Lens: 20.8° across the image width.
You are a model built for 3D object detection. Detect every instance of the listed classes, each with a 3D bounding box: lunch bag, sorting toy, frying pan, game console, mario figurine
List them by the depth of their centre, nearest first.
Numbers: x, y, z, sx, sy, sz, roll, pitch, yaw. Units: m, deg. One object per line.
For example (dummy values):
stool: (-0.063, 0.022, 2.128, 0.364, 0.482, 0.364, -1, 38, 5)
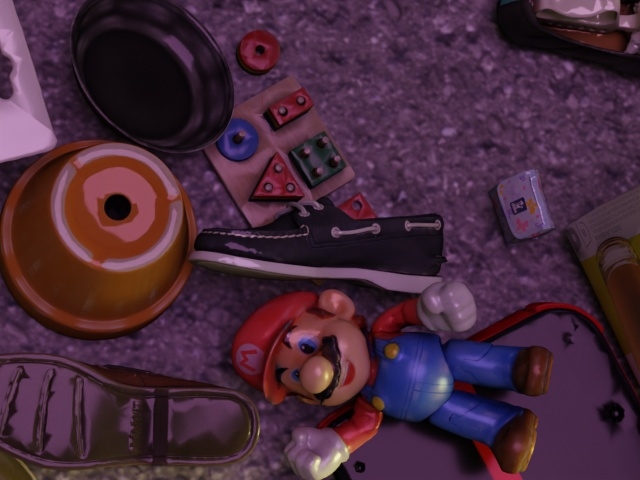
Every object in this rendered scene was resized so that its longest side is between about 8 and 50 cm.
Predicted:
mario figurine: (0.064, 0.145, 1.754, 0.320, 0.170, 0.198, 12, 66, 5)
frying pan: (-0.203, -0.232, 1.833, 0.197, 0.053, 0.326, -10, 71, -42)
game console: (0.223, 0.289, 1.870, 0.342, 0.060, 0.386, -28, 86, -12)
sorting toy: (-0.041, -0.088, 1.875, 0.132, 0.046, 0.274, -31, 88, -18)
lunch bag: (0.223, -0.036, 1.912, 0.053, 0.083, 0.071, -15, 84, -17)

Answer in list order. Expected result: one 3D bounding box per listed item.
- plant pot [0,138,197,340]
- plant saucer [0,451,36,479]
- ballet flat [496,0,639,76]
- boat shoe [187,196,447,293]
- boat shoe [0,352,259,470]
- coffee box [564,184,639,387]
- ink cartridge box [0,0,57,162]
plant pot: (-0.214, -0.013, 1.741, 0.205, 0.188, 0.205, 3, 79, -14)
plant saucer: (-0.384, 0.302, 1.716, 0.241, 0.037, 0.241, 3, 79, -14)
ballet flat: (0.338, -0.241, 1.975, 0.280, 0.096, 0.095, 5, 78, -14)
boat shoe: (0.000, 0.000, 1.809, 0.302, 0.114, 0.091, 6, 88, -38)
boat shoe: (-0.219, 0.178, 1.751, 0.307, 0.104, 0.111, 12, 85, -13)
coffee box: (0.531, 0.038, 1.831, 0.338, 0.337, 0.334, -22, 85, -22)
ink cartridge box: (-0.461, -0.124, 1.736, 0.353, 0.119, 0.207, -16, 83, -16)
